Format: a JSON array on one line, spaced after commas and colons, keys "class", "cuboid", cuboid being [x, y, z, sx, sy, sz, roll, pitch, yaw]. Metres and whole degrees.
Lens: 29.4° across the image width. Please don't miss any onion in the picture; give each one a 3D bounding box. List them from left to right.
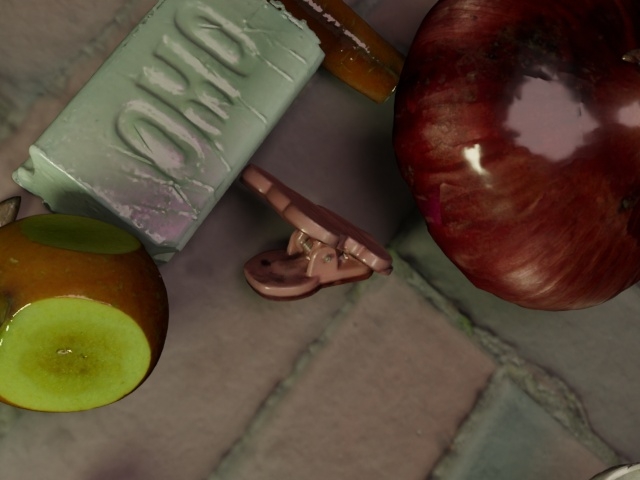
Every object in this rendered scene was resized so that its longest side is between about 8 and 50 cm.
[{"class": "onion", "cuboid": [0.240, -0.111, 1.120, 0.347, 0.285, 0.348, 7, 79, -42]}]

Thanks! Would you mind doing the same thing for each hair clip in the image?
[{"class": "hair clip", "cuboid": [0.002, -0.010, 1.078, 0.138, 0.123, 0.102, -9, 124, -27]}]

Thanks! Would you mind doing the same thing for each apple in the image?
[{"class": "apple", "cuboid": [-0.204, 0.059, 0.926, 0.147, 0.163, 0.146, 6, 109, -42]}]

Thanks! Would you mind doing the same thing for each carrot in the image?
[{"class": "carrot", "cuboid": [-0.016, -0.216, 1.148, 0.225, 0.067, 0.067, 38, 64, -14]}]

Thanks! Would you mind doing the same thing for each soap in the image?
[{"class": "soap", "cuboid": [-0.122, -0.111, 1.052, 0.150, 0.094, 0.261, 40, 63, -12]}]

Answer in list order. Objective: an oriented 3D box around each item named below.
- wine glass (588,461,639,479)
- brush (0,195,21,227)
[{"class": "wine glass", "cuboid": [0.235, 0.277, 1.068, 0.164, 0.196, 0.165, 6, 76, -25]}, {"class": "brush", "cuboid": [-0.301, 0.034, 0.970, 0.070, 0.021, 0.196, 41, 61, -10]}]
